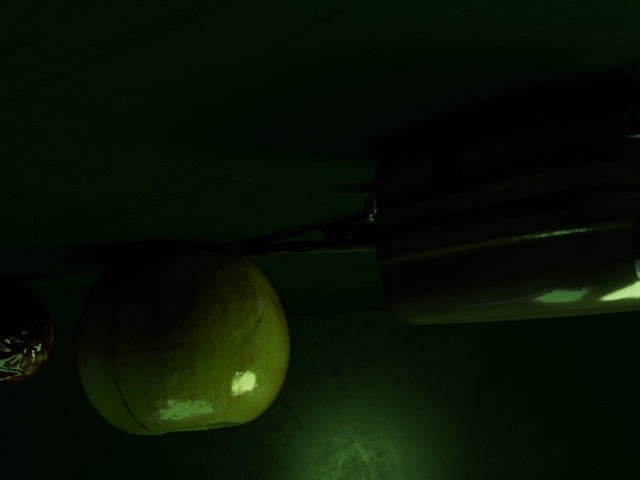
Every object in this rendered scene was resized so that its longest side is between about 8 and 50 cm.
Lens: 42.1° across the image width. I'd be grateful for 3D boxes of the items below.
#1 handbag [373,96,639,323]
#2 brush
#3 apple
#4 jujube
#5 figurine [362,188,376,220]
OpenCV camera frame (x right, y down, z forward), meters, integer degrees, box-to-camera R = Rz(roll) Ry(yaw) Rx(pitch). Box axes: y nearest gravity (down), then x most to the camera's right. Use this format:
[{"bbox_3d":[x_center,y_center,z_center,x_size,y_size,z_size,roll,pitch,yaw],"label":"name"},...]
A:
[{"bbox_3d":[0.221,-0.018,0.622,0.302,0.149,0.283,2,171,-34],"label":"handbag"},{"bbox_3d":[0.000,0.000,1.009,0.248,0.036,0.043,-4,171,42],"label":"brush"},{"bbox_3d":[-0.179,0.129,1.078,0.286,0.232,0.286,-5,167,-1],"label":"apple"},{"bbox_3d":[-0.506,0.132,1.190,0.230,0.155,0.155,0,170,-25],"label":"jujube"},{"bbox_3d":[0.105,-0.027,0.805,0.129,0.054,0.072,-2,176,-10],"label":"figurine"}]
